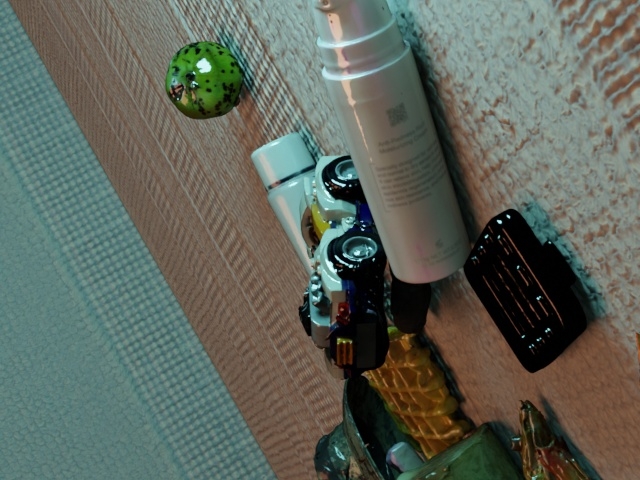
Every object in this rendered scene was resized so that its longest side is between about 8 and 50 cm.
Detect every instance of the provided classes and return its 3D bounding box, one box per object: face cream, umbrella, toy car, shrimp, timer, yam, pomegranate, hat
[{"bbox_3d":[0.074,-0.120,1.301,0.102,0.102,0.346,32,146,59],"label":"face cream"},{"bbox_3d":[0.000,0.000,1.716,0.314,0.089,0.143,65,-153,-2],"label":"face cream"},{"bbox_3d":[0.113,0.038,1.507,0.236,0.059,0.066,85,167,-56],"label":"umbrella"},{"bbox_3d":[0.030,0.032,1.509,0.301,0.118,0.193,-90,-2,-48],"label":"toy car"},{"bbox_3d":[0.304,0.317,1.408,0.294,0.062,0.154,60,152,-3],"label":"shrimp"},{"bbox_3d":[0.215,0.054,1.251,0.144,0.055,0.187,59,168,14],"label":"timer"},{"bbox_3d":[0.218,0.408,1.558,0.300,0.195,0.195,57,163,15],"label":"yam"},{"bbox_3d":[-0.169,-0.238,1.839,0.122,0.122,0.161,53,-172,26],"label":"pomegranate"},{"bbox_3d":[0.062,0.349,1.874,0.265,0.128,0.265,57,-166,-22],"label":"hat"}]

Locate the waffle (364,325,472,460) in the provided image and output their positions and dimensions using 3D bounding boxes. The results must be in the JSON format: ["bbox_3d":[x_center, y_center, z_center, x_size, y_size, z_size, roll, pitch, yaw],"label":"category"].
[{"bbox_3d":[0.142,0.230,1.742,0.219,0.057,0.229,62,163,-6],"label":"waffle"}]

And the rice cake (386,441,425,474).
[{"bbox_3d":[0.198,0.416,1.796,0.290,0.051,0.081,50,180,-4],"label":"rice cake"}]

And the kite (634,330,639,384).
[{"bbox_3d":[0.394,0.242,1.086,0.378,0.013,0.327,60,163,9],"label":"kite"}]
